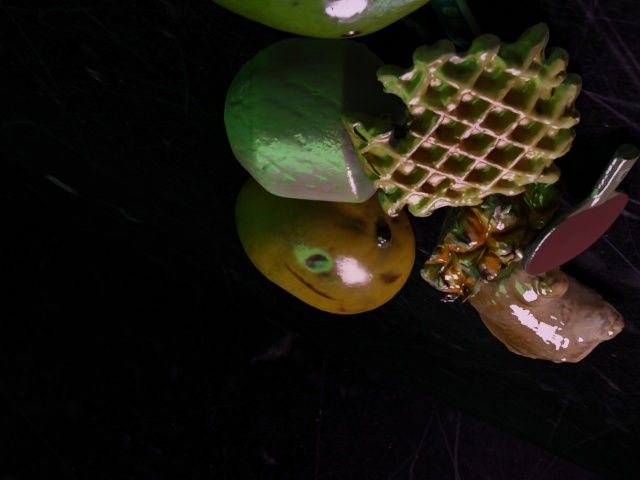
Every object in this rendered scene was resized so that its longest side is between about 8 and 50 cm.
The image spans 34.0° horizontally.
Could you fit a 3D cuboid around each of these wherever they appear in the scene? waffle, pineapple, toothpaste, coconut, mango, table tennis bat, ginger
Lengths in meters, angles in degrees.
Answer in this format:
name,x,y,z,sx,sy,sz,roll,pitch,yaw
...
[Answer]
name,x,y,z,sx,sy,sz,roll,pitch,yaw
waffle,0.156,-0.120,1.114,0.250,0.056,0.261,-14,140,9
pineapple,0.214,-0.031,1.372,0.114,0.186,0.236,36,121,-6
toothpaste,0.124,-0.246,1.039,0.057,0.035,0.197,29,170,35
coconut,0.009,-0.145,1.250,0.236,0.204,0.236,7,138,7
mango,0.000,0.000,1.697,0.301,0.220,0.445,27,168,-4
table tennis bat,0.319,-0.033,1.252,0.022,0.138,0.246,58,154,23
ginger,0.327,0.085,1.572,0.276,0.130,0.221,23,156,-1

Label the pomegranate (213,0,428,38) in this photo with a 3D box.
name,x,y,z,sx,sy,sz,roll,pitch,yaw
pomegranate,-0.031,-0.286,0.728,0.310,0.216,0.358,47,172,2
